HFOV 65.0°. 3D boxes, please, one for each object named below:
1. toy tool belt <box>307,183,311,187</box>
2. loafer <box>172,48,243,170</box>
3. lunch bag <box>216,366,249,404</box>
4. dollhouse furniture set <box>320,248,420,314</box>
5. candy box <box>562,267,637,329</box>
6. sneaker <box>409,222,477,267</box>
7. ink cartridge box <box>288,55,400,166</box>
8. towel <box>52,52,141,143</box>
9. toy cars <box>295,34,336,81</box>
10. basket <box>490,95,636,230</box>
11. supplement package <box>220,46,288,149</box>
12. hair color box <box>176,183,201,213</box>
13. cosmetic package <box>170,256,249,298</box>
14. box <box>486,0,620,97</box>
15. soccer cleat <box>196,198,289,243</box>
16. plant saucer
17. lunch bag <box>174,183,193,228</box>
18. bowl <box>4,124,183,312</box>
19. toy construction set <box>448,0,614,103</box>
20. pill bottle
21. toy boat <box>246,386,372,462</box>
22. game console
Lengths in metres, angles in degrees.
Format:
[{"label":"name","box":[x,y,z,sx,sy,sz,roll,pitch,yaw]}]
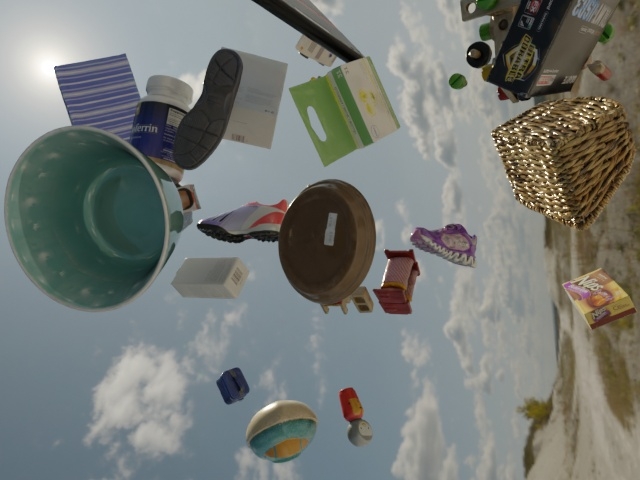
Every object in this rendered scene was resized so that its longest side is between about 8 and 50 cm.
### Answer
[{"label":"toy tool belt","box":[-0.032,-0.152,1.690,0.051,0.052,0.083,-61,14,20]},{"label":"loafer","box":[-0.260,-0.308,1.225,0.095,0.109,0.303,-36,-29,-85]},{"label":"lunch bag","box":[-0.252,0.424,1.462,0.067,0.065,0.098,-13,-119,-41]},{"label":"dollhouse furniture set","box":[0.179,0.161,1.934,0.152,0.373,0.201,61,-144,-41]},{"label":"candy box","box":[0.698,0.143,1.268,0.053,0.109,0.187,58,-162,-12]},{"label":"sneaker","box":[0.342,-0.004,1.365,0.236,0.095,0.105,20,-92,-32]},{"label":"ink cartridge box","box":[0.058,-0.269,1.029,0.235,0.056,0.171,-37,-75,-46]},{"label":"towel","box":[-0.720,-0.446,1.682,0.040,0.243,0.336,-14,94,71]},{"label":"toy cars","box":[0.019,-0.542,1.650,0.176,0.087,0.394,-38,-22,-15]},{"label":"basket","box":[0.582,-0.194,1.177,0.223,0.213,0.299,61,180,-19]},{"label":"supplement package","box":[-0.209,-0.396,1.411,0.149,0.194,0.203,115,165,-59]},{"label":"hair color box","box":[-0.398,-0.098,1.334,0.043,0.141,0.072,-62,-44,-82]},{"label":"cosmetic package","box":[-0.363,0.123,1.654,0.086,0.230,0.117,60,-140,-39]},{"label":"box","box":[0.372,-0.358,0.715,0.295,0.073,0.294,-22,-43,-50]},{"label":"soccer cleat","box":[-0.229,-0.060,1.507,0.108,0.318,0.117,38,-123,-55]},{"label":"plant saucer","box":[0.000,0.000,1.104,0.041,0.277,0.278,8,-103,-48]},{"label":"lunch bag","box":[-0.536,-0.131,1.509,0.169,0.287,0.235,-55,0,-23]},{"label":"bowl","box":[-0.374,-0.043,0.904,0.163,0.311,0.312,-34,-64,-74]},{"label":"toy construction set","box":[0.407,-0.398,0.993,0.237,0.308,0.258,-12,-55,-53]},{"label":"pill bottle","box":[-0.428,-0.298,1.361,0.153,0.153,0.265,28,-113,-62]},{"label":"toy boat","box":[-0.031,0.490,1.293,0.268,0.318,0.148,89,165,-56]},{"label":"game console","box":[-0.094,-0.524,1.098,0.386,0.060,0.342,11,-142,-49]}]
